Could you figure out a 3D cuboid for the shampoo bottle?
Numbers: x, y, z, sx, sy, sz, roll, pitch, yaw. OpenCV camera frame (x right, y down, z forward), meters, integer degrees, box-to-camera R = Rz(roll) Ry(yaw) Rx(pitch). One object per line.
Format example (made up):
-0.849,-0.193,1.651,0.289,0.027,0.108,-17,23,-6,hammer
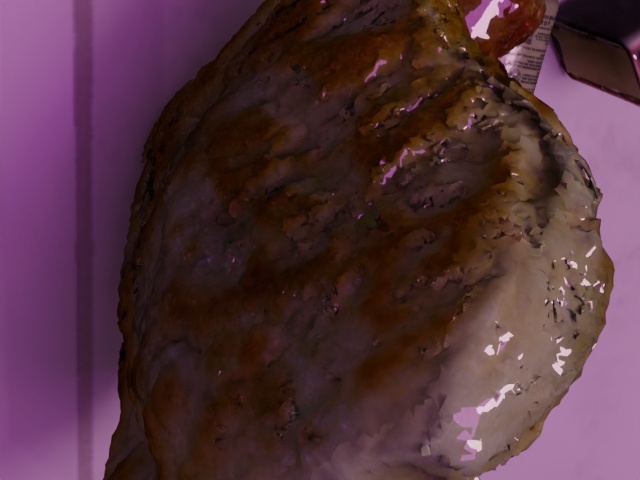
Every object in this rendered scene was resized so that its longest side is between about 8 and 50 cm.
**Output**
0.123,-0.118,1.126,0.079,0.079,0.162,8,104,-27,shampoo bottle

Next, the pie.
-0.009,0.022,0.901,0.180,0.418,0.395,33,125,-26,pie

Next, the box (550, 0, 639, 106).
0.300,-0.196,1.163,0.224,0.120,0.069,-33,121,-14,box
